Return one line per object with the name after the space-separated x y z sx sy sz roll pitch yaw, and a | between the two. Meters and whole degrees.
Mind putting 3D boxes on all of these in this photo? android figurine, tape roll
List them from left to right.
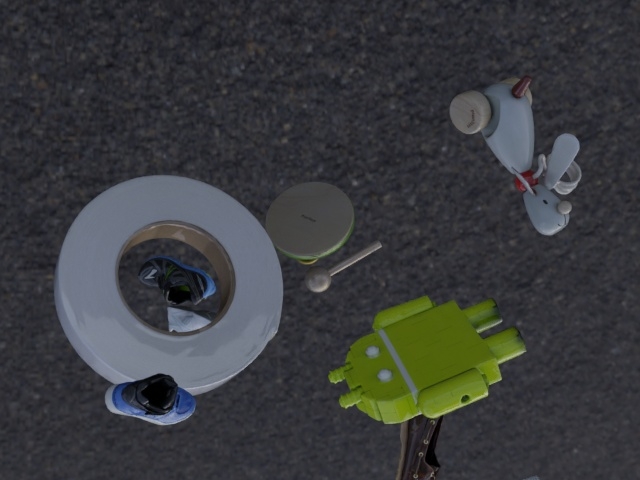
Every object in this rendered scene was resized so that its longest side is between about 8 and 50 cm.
-0.253 0.075 1.572 0.391 0.392 0.072 4 156 -22 | tape roll
0.146 0.168 1.319 0.272 0.248 0.056 -20 119 -3 | android figurine

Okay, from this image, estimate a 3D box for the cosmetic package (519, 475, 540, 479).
0.295 0.511 1.622 0.231 0.117 0.086 -19 114 9 | cosmetic package

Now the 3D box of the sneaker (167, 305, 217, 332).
-0.272 0.178 1.979 0.152 0.061 0.053 6 -178 41 | sneaker

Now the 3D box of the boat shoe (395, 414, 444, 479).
0.168 0.377 1.556 0.073 0.207 0.073 7 -176 17 | boat shoe

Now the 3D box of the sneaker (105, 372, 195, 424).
-0.217 0.224 1.289 0.084 0.058 0.152 -16 154 38 | sneaker

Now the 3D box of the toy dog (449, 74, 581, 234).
0.409 -0.189 1.779 0.333 0.220 0.161 44 150 -7 | toy dog

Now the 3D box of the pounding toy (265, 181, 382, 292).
0.000 0.000 1.875 0.182 0.237 0.110 -31 147 -10 | pounding toy

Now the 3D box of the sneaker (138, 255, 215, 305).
-0.293 0.082 1.802 0.188 0.078 0.067 14 134 34 | sneaker
